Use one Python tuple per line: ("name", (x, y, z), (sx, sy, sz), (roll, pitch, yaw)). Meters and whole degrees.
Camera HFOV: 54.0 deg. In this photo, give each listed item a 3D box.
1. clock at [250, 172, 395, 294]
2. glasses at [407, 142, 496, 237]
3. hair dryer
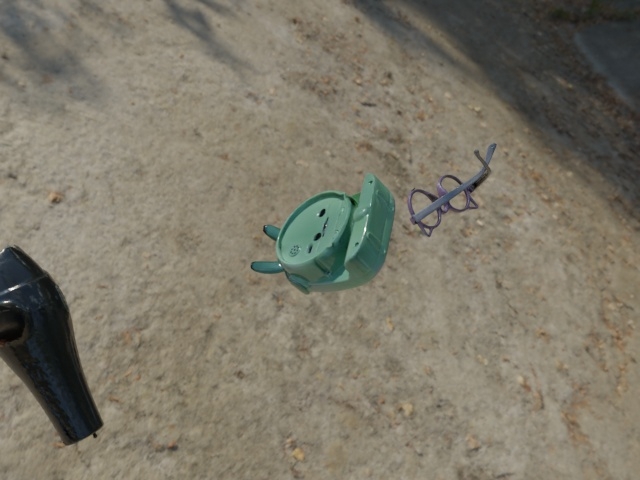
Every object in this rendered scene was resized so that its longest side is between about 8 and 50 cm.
("clock", (0.000, 0.000, 0.563), (0.041, 0.135, 0.101), (43, 45, -35))
("glasses", (0.178, -0.067, 0.759), (0.140, 0.104, 0.062), (-25, 83, -44))
("hair dryer", (-0.309, 0.122, 0.608), (0.271, 0.091, 0.235), (-122, -173, -88))
